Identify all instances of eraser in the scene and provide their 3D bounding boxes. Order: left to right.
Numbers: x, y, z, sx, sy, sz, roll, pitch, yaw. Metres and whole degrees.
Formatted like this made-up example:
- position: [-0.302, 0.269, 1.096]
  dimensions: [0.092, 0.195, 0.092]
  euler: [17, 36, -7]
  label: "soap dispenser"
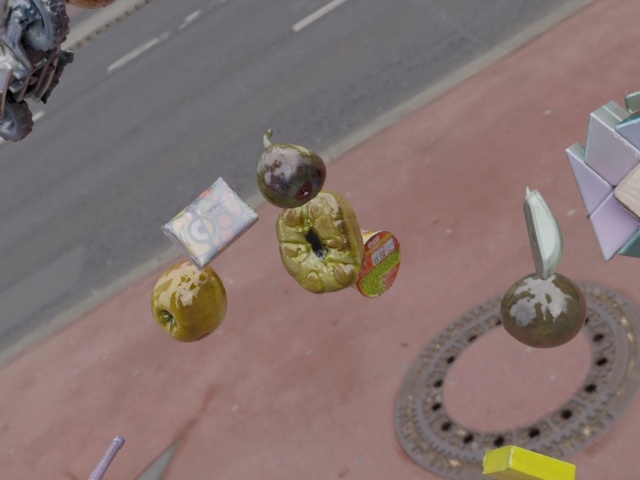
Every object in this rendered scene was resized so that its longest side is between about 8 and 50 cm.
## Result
- position: [0.346, 0.384, 1.508]
  dimensions: [0.097, 0.122, 0.045]
  euler: [135, 152, -63]
  label: "eraser"

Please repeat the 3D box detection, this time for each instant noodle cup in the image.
- position: [0.079, 0.042, 2.460]
  dimensions: [0.212, 0.193, 0.193]
  euler: [18, 55, 41]
  label: "instant noodle cup"

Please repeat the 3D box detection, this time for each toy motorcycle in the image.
- position: [-0.350, -0.223, 0.909]
  dimensions: [0.239, 0.204, 0.108]
  euler: [-43, 0, 36]
  label: "toy motorcycle"

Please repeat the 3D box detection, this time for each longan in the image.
- position: [0.477, 0.149, 1.938]
  dimensions: [0.187, 0.167, 0.167]
  euler: [-12, 34, 28]
  label: "longan"

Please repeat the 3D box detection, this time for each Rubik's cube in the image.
- position: [0.720, -0.148, 1.886]
  dimensions: [0.358, 0.368, 0.387]
  euler: [-30, -22, -56]
  label: "Rubik's cube"

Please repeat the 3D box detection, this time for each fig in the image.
- position: [-0.085, -0.175, 1.931]
  dimensions: [0.149, 0.149, 0.245]
  euler: [-33, 50, 1]
  label: "fig"

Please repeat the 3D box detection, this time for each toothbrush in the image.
- position: [-0.411, 0.431, 1.624]
  dimensions: [0.024, 0.029, 0.354]
  euler: [-4, 13, 5]
  label: "toothbrush"

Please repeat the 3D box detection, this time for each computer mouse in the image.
- position: [0.421, -0.017, 1.701]
  dimensions: [0.056, 0.181, 0.089]
  euler: [-11, -6, -4]
  label: "computer mouse"

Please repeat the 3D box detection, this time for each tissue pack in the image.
- position: [-0.204, -0.030, 1.693]
  dimensions: [0.148, 0.108, 0.060]
  euler: [-42, -5, -15]
  label: "tissue pack"

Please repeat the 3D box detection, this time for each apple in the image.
- position: [-0.299, 0.140, 2.046]
  dimensions: [0.155, 0.182, 0.182]
  euler: [-38, 25, -33]
  label: "apple"

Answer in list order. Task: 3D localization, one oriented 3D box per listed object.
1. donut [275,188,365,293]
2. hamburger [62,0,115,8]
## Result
- position: [0.000, 0.000, 2.270]
  dimensions: [0.208, 0.261, 0.128]
  euler: [-6, 13, 24]
  label: "donut"
- position: [-0.386, -0.512, 1.500]
  dimensions: [0.146, 0.243, 0.286]
  euler: [4, 59, 11]
  label: "hamburger"
